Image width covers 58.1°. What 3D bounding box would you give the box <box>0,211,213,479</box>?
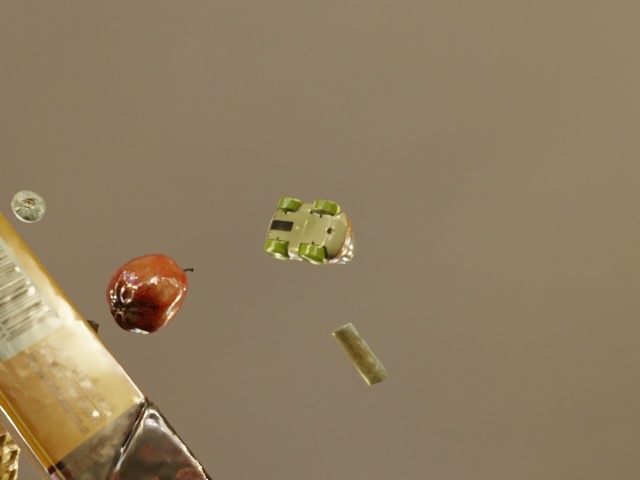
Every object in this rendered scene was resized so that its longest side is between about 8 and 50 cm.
[{"bbox_3d":[-0.299,0.189,0.663,0.115,0.415,0.264,-36,-15,-35],"label":"box"}]

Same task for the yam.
[{"bbox_3d":[0.150,0.430,2.172,0.093,0.259,0.093,-34,-13,-9],"label":"yam"}]

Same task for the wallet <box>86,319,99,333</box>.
[{"bbox_3d":[-0.722,0.266,1.600,0.198,0.031,0.110,20,-96,-49],"label":"wallet"}]

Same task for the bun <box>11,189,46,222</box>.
[{"bbox_3d":[-0.715,-0.085,1.413,0.083,0.083,0.045,8,-25,-24],"label":"bun"}]

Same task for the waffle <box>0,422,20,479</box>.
[{"bbox_3d":[-0.748,0.499,1.196,0.098,0.224,0.328,4,-9,6],"label":"waffle"}]

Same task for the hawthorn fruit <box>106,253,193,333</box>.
[{"bbox_3d":[-0.341,0.099,1.192,0.194,0.157,0.157,-36,-35,-42],"label":"hawthorn fruit"}]

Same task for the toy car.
[{"bbox_3d":[0.000,0.000,1.415,0.235,0.235,0.145,25,-104,-33],"label":"toy car"}]
